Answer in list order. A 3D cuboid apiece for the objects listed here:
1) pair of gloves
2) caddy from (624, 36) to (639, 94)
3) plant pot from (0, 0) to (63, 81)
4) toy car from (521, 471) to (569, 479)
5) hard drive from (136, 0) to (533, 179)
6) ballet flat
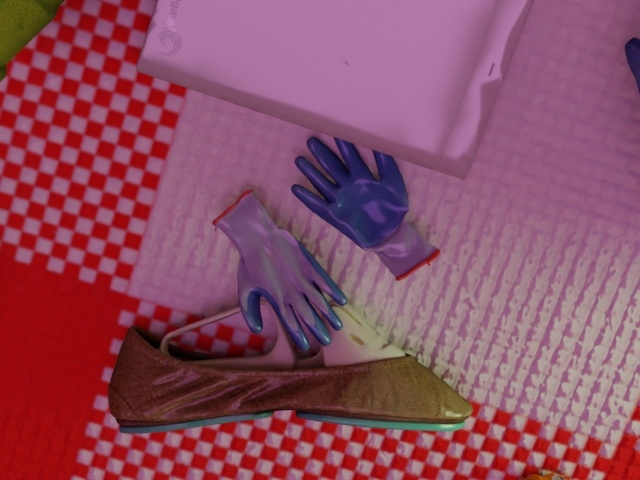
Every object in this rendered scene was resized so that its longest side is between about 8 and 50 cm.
[{"bbox_3d":[0.000,0.000,1.405,0.198,0.023,0.159,-37,88,-4],"label":"pair of gloves"},{"bbox_3d":[0.382,-0.049,1.300,0.179,0.241,0.341,-35,104,7],"label":"caddy"},{"bbox_3d":[-0.233,-0.370,1.173,0.353,0.366,0.366,-40,104,2],"label":"plant pot"},{"bbox_3d":[0.239,0.273,1.536,0.040,0.060,0.122,-46,129,-28],"label":"toy car"},{"bbox_3d":[0.016,-0.196,1.358,0.308,0.040,0.203,18,106,-5],"label":"hard drive"},{"bbox_3d":[-0.030,0.116,1.454,0.343,0.116,0.124,-1,91,6],"label":"ballet flat"}]
